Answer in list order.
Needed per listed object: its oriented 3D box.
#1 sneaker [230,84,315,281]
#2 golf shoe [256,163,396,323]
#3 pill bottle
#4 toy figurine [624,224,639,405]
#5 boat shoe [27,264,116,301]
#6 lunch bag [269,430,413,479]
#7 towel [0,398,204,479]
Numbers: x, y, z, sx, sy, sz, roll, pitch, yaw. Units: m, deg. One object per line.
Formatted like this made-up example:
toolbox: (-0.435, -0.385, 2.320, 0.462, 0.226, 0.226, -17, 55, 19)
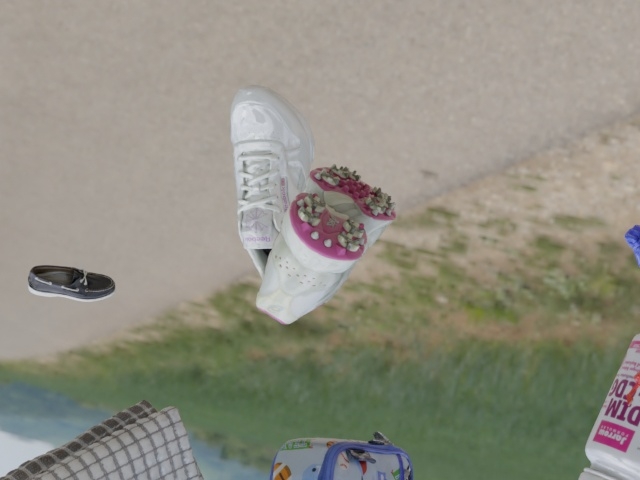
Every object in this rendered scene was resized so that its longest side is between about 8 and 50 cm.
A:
sneaker: (-0.067, -0.072, 1.811, 0.114, 0.305, 0.152, -4, -154, 18)
golf shoe: (0.000, 0.000, 1.466, 0.115, 0.140, 0.306, 35, -159, 6)
pill bottle: (0.519, 0.305, 1.996, 0.160, 0.283, 0.160, 25, 171, 4)
toy figurine: (0.436, 0.027, 1.328, 0.362, 0.191, 0.217, -14, 119, 52)
boat shoe: (-0.356, 0.057, 1.803, 0.125, 0.046, 0.038, 7, 134, -11)
lunch bag: (0.036, 0.396, 1.616, 0.115, 0.303, 0.243, -4, 165, 34)
towel: (-0.232, 0.353, 1.411, 0.121, 0.283, 0.235, -1, -162, 45)
